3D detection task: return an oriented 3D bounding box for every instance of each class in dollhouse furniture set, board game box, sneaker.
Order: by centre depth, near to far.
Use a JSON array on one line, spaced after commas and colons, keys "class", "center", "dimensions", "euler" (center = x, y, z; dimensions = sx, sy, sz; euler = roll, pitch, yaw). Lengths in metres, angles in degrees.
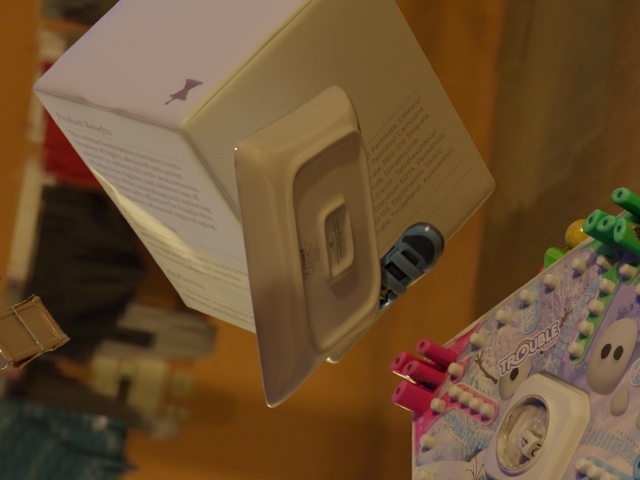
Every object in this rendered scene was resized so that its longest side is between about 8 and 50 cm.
[{"class": "board game box", "center": [0.197, 0.187, 1.829], "dimensions": [0.390, 0.050, 0.390], "euler": [-41, 34, 40]}, {"class": "dollhouse furniture set", "center": [-0.321, 0.071, 1.841], "dimensions": [0.076, 0.151, 0.058], "euler": [-24, -23, -40]}, {"class": "sneaker", "center": [0.086, 0.036, 2.128], "dimensions": [0.144, 0.053, 0.059], "euler": [-47, 1, 34]}]

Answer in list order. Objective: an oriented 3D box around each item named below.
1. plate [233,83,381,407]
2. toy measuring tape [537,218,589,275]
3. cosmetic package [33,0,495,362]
[{"class": "plate", "center": [0.000, 0.000, 1.957], "dimensions": [0.278, 0.045, 0.277], "euler": [-37, -56, -61]}, {"class": "toy measuring tape", "center": [0.319, 0.115, 2.289], "dimensions": [0.121, 0.121, 0.330], "euler": [-77, -11, -59]}, {"class": "cosmetic package", "center": [-0.063, -0.124, 2.295], "dimensions": [0.327, 0.329, 0.393], "euler": [-46, -53, -20]}]
